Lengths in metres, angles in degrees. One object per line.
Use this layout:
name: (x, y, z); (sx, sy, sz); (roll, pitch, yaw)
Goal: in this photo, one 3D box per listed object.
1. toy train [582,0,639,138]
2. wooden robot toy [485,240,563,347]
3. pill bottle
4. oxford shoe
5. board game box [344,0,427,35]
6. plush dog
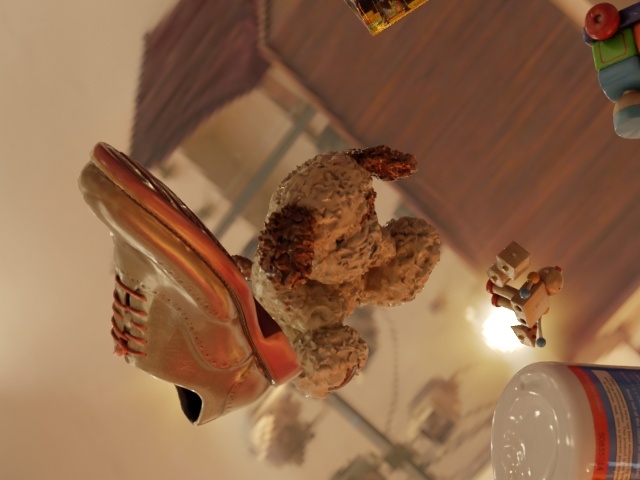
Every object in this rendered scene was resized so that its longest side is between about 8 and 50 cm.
toy train: (0.412, -0.213, 1.778); (0.105, 0.248, 0.143); (19, -122, -49)
wooden robot toy: (0.243, 0.049, 1.903); (0.076, 0.079, 0.173); (33, 157, 40)
pill bottle: (0.248, 0.154, 1.204); (0.221, 0.124, 0.124); (5, -141, -24)
oxford shoe: (-0.131, 0.055, 1.419); (0.123, 0.130, 0.348); (46, 172, 44)
board game box: (0.089, -0.283, 1.568); (0.048, 0.170, 0.141); (56, -179, -36)
plush dog: (0.000, 0.000, 1.759); (0.211, 0.225, 0.262); (28, -130, 17)
